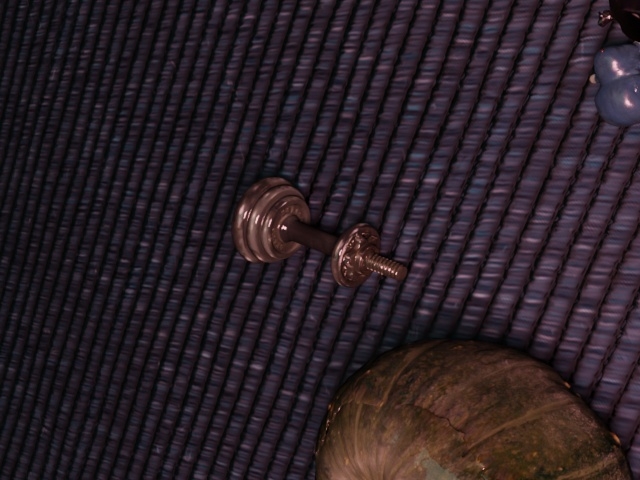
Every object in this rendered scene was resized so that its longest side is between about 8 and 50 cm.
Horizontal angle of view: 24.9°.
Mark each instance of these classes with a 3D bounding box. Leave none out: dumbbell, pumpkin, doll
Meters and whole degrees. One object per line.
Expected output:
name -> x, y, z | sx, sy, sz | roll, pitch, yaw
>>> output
dumbbell -> 0.000, 0.000, 1.708 | 0.255, 0.110, 0.110 | 21, 108, 37
pumpkin -> 0.145, 0.252, 1.456 | 0.328, 0.257, 0.291 | 30, 121, 47
doll -> 0.292, -0.152, 1.418 | 0.076, 0.050, 0.083 | -19, 81, 50

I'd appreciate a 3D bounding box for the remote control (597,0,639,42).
remote control -> 0.422, -0.183, 1.222 | 0.399, 0.144, 0.062 | 28, 151, 43
